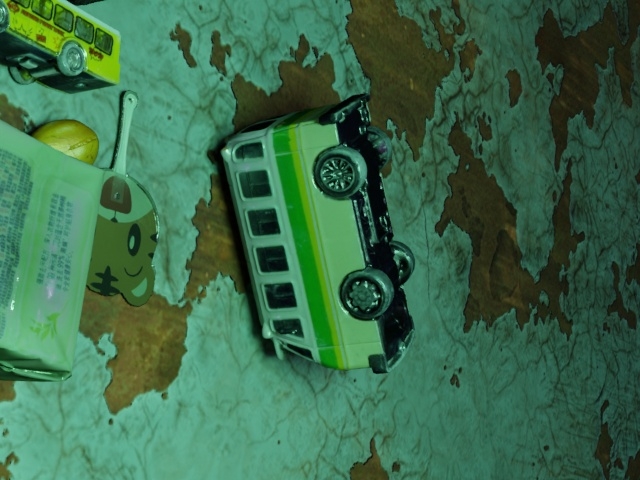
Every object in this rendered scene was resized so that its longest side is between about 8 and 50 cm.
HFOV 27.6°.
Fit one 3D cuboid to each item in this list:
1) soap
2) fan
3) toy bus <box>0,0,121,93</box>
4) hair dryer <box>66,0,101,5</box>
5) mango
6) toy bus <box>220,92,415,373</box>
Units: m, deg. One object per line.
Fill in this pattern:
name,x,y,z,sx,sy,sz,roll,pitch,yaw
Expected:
soap,-0.301,0.007,1.103,0.182,0.138,0.200,29,64,-53
fan,-0.214,-0.048,1.352,0.152,0.008,0.227,20,72,-53
toy bus,-0.280,-0.198,1.202,0.226,0.081,0.074,25,66,-53
hair dryer,-0.211,-0.365,1.284,0.197,0.089,0.251,-30,109,-51
mango,-0.254,-0.086,1.263,0.089,0.046,0.060,-32,114,-48
toy bus,0.000,0.000,1.512,0.143,0.179,0.306,-46,125,-66
